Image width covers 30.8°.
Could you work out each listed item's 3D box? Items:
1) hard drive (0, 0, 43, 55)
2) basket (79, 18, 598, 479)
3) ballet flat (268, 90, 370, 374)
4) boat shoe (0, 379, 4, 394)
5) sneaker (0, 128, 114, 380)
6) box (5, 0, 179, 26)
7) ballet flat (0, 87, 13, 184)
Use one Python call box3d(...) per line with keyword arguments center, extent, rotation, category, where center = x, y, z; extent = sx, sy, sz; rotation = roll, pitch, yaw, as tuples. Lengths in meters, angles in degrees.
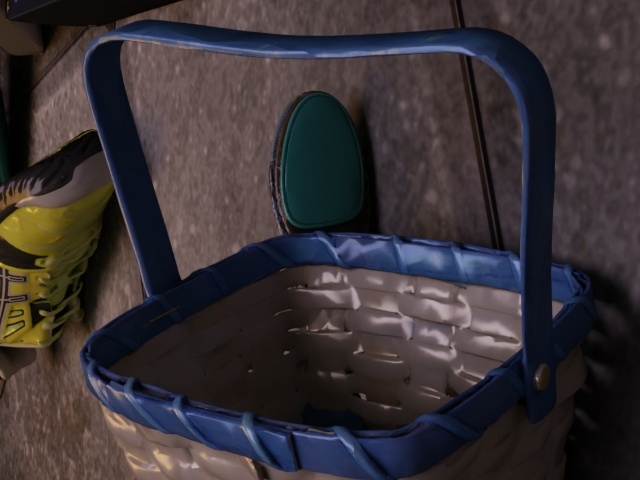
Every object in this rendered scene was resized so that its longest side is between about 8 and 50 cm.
box3d(center=(-0.334, -0.386, 1.185), extent=(0.233, 0.047, 0.353), rotation=(132, 134, -87), category="hard drive")
box3d(center=(0.000, 0.035, 0.575), extent=(0.255, 0.201, 0.289), rotation=(12, 124, 38), category="basket")
box3d(center=(0.000, 0.000, 0.748), extent=(0.070, 0.070, 0.188), rotation=(-25, 68, 57), category="ballet flat")
box3d(center=(-0.424, 0.103, 1.431), extent=(0.084, 0.079, 0.233), rotation=(50, 131, 47), category="boat shoe")
box3d(center=(-0.281, 0.018, 1.172), extent=(0.147, 0.145, 0.384), rotation=(51, 140, -1), category="sneaker")
box3d(center=(-0.190, -0.291, 1.000), extent=(0.261, 0.103, 0.184), rotation=(4, 98, 58), category="box")
box3d(center=(-0.426, -0.230, 1.312), extent=(0.147, 0.147, 0.409), rotation=(20, 113, 56), category="ballet flat")
